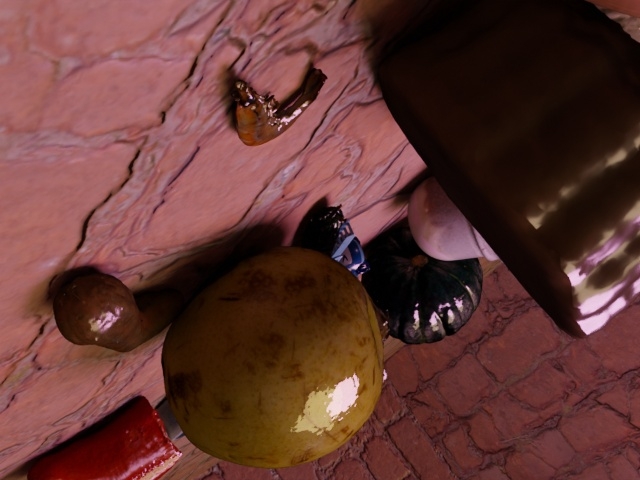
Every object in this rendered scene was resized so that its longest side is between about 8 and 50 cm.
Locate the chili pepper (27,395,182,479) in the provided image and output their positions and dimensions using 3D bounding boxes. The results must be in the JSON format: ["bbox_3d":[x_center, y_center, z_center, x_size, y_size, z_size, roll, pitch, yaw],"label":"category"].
[{"bbox_3d":[-0.392,0.391,1.173,0.338,0.134,0.131,-30,178,-26],"label":"chili pepper"}]

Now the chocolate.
[{"bbox_3d":[0.208,-0.045,1.148,0.147,0.221,0.221,-13,170,13],"label":"chocolate"}]

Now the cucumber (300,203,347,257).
[{"bbox_3d":[0.000,0.000,1.007,0.053,0.053,0.181,-29,162,-25],"label":"cucumber"}]

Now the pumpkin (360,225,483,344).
[{"bbox_3d":[0.178,0.074,1.315,0.220,0.220,0.162,-32,145,-14],"label":"pumpkin"}]

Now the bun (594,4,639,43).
[{"bbox_3d":[0.365,-0.258,0.802,0.273,0.168,0.273,-39,163,-15],"label":"bun"}]

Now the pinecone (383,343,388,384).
[{"bbox_3d":[0.008,0.221,1.382,0.244,0.244,0.309,-39,-178,11],"label":"pinecone"}]

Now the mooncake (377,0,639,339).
[{"bbox_3d":[0.212,-0.083,0.694,0.187,0.324,0.324,-39,165,7],"label":"mooncake"}]

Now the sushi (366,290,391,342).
[{"bbox_3d":[0.003,0.132,1.181,0.212,0.147,0.115,-16,172,9],"label":"sushi"}]

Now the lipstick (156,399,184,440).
[{"bbox_3d":[-0.195,0.259,1.318,0.077,0.076,0.289,-21,161,-51],"label":"lipstick"}]

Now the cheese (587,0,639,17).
[{"bbox_3d":[0.242,-0.244,0.530,0.203,0.177,0.128,-32,165,-13],"label":"cheese"}]

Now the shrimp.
[{"bbox_3d":[-0.037,-0.116,0.603,0.091,0.025,0.127,-37,170,4],"label":"shrimp"}]

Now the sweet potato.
[{"bbox_3d":[-0.205,0.078,0.768,0.081,0.062,0.233,-39,168,3],"label":"sweet potato"}]

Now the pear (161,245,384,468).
[{"bbox_3d":[-0.057,0.140,0.913,0.283,0.283,0.283,-33,165,-10],"label":"pear"}]

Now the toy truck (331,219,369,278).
[{"bbox_3d":[0.040,0.019,1.145,0.074,0.063,0.136,-2,145,-32],"label":"toy truck"}]
